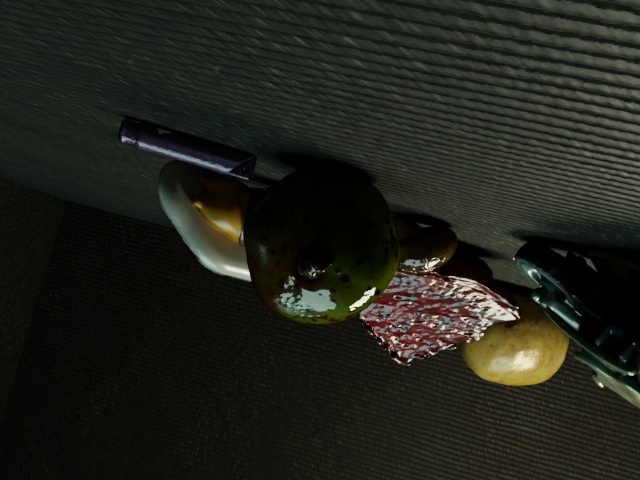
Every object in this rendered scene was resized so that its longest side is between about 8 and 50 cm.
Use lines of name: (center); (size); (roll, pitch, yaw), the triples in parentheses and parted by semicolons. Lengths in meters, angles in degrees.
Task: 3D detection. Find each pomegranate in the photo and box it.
pomegranate: (-0.007, -0.011, 0.971); (0.198, 0.198, 0.246); (18, -145, -31)
pomegranate: (0.467, 0.233, 1.867); (0.260, 0.261, 0.260); (15, 175, 1)

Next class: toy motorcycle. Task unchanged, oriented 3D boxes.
toy motorcycle: (0.417, 0.128, 0.971); (0.237, 0.169, 0.410); (34, -175, -31)

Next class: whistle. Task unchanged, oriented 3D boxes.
whistle: (-0.167, -0.115, 0.976); (0.176, 0.033, 0.033); (16, 175, -12)

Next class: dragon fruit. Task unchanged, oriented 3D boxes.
dragon fruit: (0.171, 0.034, 1.395); (0.286, 0.228, 0.329); (-25, 132, 29)

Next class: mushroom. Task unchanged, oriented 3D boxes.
mushroom: (0.146, 0.011, 1.161); (0.109, 0.085, 0.126); (15, -177, -7)

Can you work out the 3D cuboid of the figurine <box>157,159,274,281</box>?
figurine: (-0.112, -0.045, 1.170); (0.141, 0.167, 0.250); (-17, 143, 35)
